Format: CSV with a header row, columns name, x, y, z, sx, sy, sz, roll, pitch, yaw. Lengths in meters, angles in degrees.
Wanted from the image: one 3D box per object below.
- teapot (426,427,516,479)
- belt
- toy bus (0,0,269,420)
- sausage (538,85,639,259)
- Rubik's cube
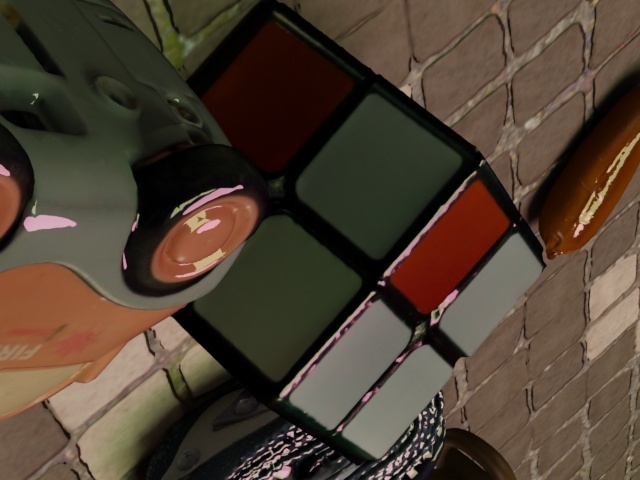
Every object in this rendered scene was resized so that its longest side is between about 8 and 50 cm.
name,x,y,z,sx,sy,sz,roll,pitch,yaw
teapot,0.116,0.291,1.405,0.185,0.175,0.268,-22,141,-44
belt,-0.023,0.153,1.114,0.218,0.128,0.122,-29,116,-29
toy bus,-0.180,-0.014,0.631,0.232,0.194,0.287,-51,152,20
sausage,0.237,-0.063,1.276,0.183,0.054,0.062,-58,-178,12
Rubik's cube,0.000,0.000,0.893,0.180,0.183,0.167,-47,152,-1
